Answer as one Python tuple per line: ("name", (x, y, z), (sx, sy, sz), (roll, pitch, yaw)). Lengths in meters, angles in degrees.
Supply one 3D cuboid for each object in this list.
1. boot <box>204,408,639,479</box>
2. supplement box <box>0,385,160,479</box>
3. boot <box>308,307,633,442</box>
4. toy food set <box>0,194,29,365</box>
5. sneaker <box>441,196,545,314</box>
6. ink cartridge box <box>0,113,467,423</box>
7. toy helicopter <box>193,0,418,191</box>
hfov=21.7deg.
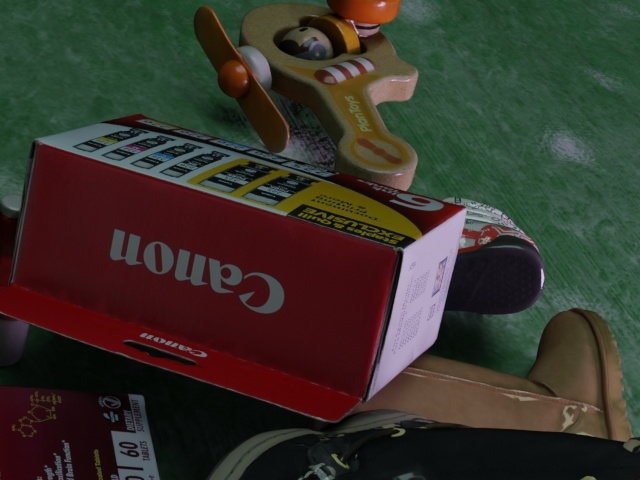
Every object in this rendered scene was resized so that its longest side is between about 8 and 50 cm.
("boot", (0.100, 0.201, 1.120), (0.284, 0.138, 0.377), (2, 5, 27))
("supplement box", (-0.239, 0.167, 1.187), (0.239, 0.073, 0.130), (5, 34, -20))
("boot", (0.126, 0.119, 1.449), (0.269, 0.089, 0.236), (11, 31, -11))
("toy food set", (-0.297, 0.011, 1.371), (0.111, 0.104, 0.232), (1, 35, -27))
("sneaker", (0.067, 0.012, 1.552), (0.270, 0.090, 0.145), (3, 16, -3))
("ink cartridge box", (-0.072, 0.011, 1.315), (0.309, 0.130, 0.272), (16, 15, 14))
("toy helicopter", (0.001, -0.159, 1.777), (0.235, 0.140, 0.355), (0, 36, -20))
